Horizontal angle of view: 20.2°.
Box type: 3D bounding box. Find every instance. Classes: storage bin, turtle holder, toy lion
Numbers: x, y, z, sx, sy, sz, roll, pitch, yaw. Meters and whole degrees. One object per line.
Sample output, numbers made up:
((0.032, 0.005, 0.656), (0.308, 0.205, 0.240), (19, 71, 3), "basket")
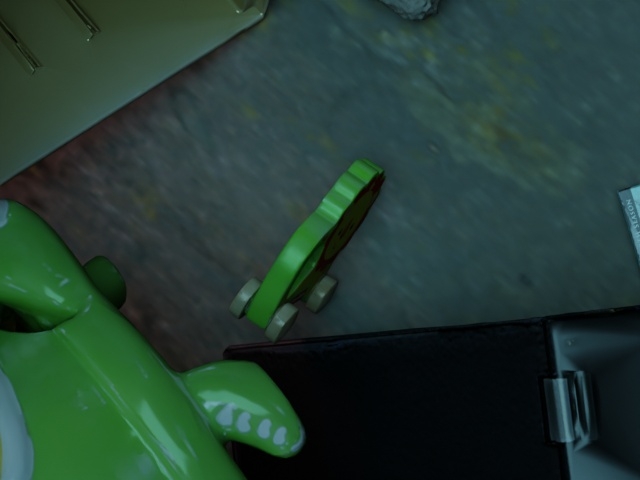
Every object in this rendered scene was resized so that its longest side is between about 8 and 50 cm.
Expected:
((-0.142, -0.153, 0.871), (0.262, 0.260, 0.123), (-35, 78, -23), "storage bin")
((-0.133, 0.136, 0.855), (0.227, 0.320, 0.243), (-36, 56, -16), "turtle holder")
((0.000, 0.000, 0.975), (0.034, 0.100, 0.096), (35, 113, 10), "toy lion")

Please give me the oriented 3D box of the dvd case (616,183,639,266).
((0.232, -0.004, 0.980), (0.119, 0.013, 0.087), (-16, 86, 9), "dvd case")

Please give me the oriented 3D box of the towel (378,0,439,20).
((0.032, -0.259, 0.922), (0.187, 0.049, 0.282), (35, 133, 9), "towel")

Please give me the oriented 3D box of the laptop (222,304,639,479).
((0.171, 0.221, 0.917), (0.407, 0.236, 0.382), (-6, 88, -4), "laptop")
